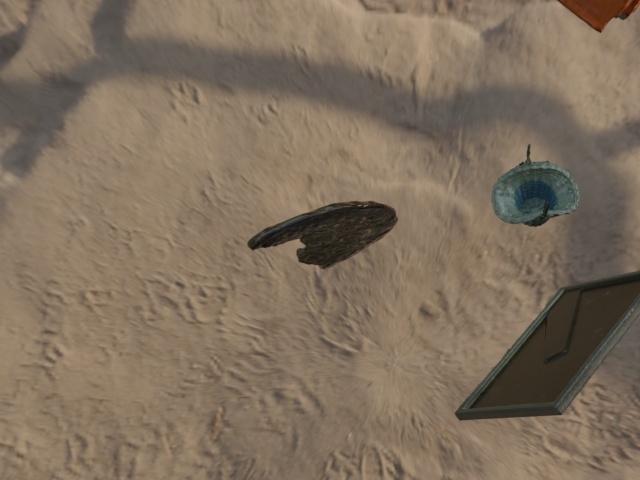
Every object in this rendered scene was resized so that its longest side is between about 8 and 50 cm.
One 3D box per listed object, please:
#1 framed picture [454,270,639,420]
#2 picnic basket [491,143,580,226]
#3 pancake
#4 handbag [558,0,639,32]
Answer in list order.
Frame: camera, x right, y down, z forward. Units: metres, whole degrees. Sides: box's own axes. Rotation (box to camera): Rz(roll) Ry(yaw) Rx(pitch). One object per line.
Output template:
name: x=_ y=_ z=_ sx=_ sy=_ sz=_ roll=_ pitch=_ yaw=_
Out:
framed picture: x=0.284 y=0.122 z=1.270 sx=0.250 sy=0.184 sz=0.016 roll=-43 pitch=102 yaw=-31
picnic basket: x=0.203 y=-0.046 z=1.022 sx=0.083 sy=0.083 sz=0.065 roll=-10 pitch=66 yaw=7
pancake: x=0.000 y=0.000 z=1.191 sx=0.184 sy=0.190 sz=0.020 roll=-16 pitch=71 yaw=-17
handbag: x=0.286 y=-0.433 z=0.974 sx=0.303 sy=0.116 sz=0.410 roll=43 pitch=125 yaw=12
